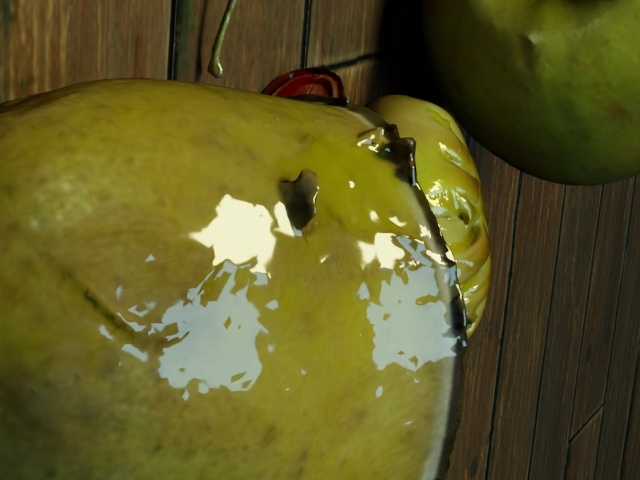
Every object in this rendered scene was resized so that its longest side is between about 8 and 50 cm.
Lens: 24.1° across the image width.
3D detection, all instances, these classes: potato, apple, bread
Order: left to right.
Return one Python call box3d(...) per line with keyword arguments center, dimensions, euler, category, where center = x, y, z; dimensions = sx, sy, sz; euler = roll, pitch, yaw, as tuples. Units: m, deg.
box3d(center=(-0.133, 0.078, 0.781), dimensions=(0.296, 0.289, 0.397), euler=(-8, 152, -36), category="potato")
box3d(center=(0.083, -0.013, 1.220), dimensions=(0.213, 0.105, 0.213), euler=(169, -90, -85), category="bread")
box3d(center=(0.240, -0.220, 1.307), dimensions=(0.305, 0.339, 0.338), euler=(-8, 108, -54), category="apple")

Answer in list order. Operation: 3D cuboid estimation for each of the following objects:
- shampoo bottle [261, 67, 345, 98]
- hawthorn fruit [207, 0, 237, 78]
box3d(center=(0.000, 0.000, 1.165), dimensions=(0.102, 0.064, 0.260), euler=(-70, 158, -46), category="shampoo bottle")
box3d(center=(-0.009, -0.245, 0.999), dimensions=(0.285, 0.165, 0.165), euler=(-50, 151, -6), category="hawthorn fruit")
